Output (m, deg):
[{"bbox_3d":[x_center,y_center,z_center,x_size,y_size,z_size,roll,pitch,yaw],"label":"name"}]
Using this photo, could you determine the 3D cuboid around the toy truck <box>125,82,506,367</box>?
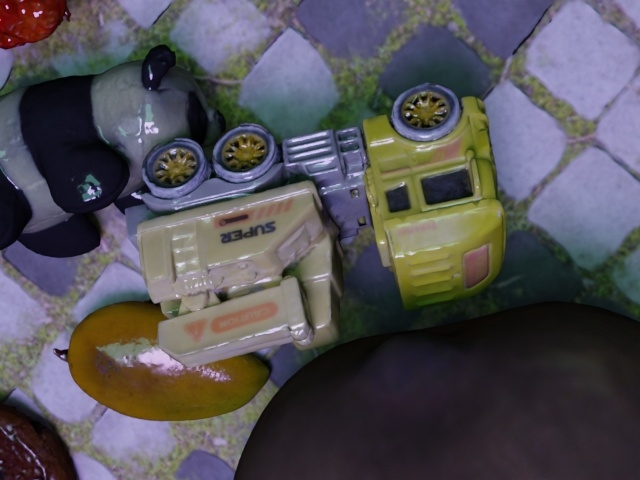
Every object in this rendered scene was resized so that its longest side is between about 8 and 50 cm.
[{"bbox_3d":[0.000,0.000,0.594,0.272,0.124,0.157,-12,60,4],"label":"toy truck"}]

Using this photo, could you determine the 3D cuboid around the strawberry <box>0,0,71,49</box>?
[{"bbox_3d":[-0.288,-0.227,0.639,0.201,0.184,0.187,40,132,-7],"label":"strawberry"}]

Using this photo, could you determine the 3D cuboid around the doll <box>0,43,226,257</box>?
[{"bbox_3d":[-0.193,-0.068,0.659,0.234,0.143,0.135,-16,83,15],"label":"doll"}]

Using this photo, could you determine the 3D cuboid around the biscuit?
[{"bbox_3d":[-0.311,0.239,0.765,0.192,0.049,0.192,3,104,11],"label":"biscuit"}]

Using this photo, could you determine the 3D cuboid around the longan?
[{"bbox_3d":[0.116,0.202,0.551,0.361,0.361,0.361,1,97,10],"label":"longan"}]

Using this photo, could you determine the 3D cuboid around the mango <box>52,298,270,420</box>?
[{"bbox_3d":[-0.138,0.108,0.712,0.187,0.066,0.101,14,100,0],"label":"mango"}]
